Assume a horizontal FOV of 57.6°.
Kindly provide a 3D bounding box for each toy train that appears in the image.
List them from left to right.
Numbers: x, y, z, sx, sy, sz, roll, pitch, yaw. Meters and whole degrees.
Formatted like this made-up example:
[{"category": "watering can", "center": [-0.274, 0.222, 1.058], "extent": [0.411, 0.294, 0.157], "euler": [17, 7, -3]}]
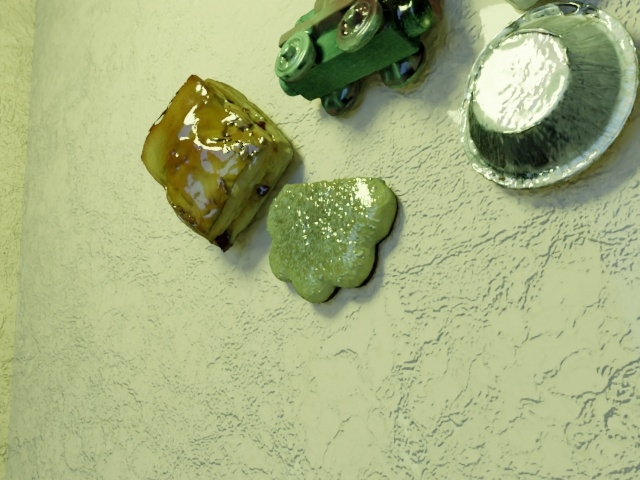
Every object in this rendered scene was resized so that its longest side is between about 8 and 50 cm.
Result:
[{"category": "toy train", "center": [0.052, -0.343, 0.931], "extent": [0.304, 0.150, 0.222], "euler": [-12, 62, 45]}]

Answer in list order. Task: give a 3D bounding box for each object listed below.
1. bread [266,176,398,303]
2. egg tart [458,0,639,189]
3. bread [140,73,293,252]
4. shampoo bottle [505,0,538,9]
[{"category": "bread", "center": [0.000, 0.000, 0.954], "extent": [0.286, 0.056, 0.208], "euler": [-6, 74, 46]}, {"category": "egg tart", "center": [0.259, -0.177, 0.706], "extent": [0.234, 0.094, 0.234], "euler": [-11, 75, 44]}, {"category": "bread", "center": [-0.226, -0.163, 1.137], "extent": [0.278, 0.167, 0.325], "euler": [-55, 47, 21]}, {"category": "shampoo bottle", "center": [0.313, -0.390, 0.720], "extent": [0.221, 0.051, 0.108], "euler": [-44, 33, 21]}]
